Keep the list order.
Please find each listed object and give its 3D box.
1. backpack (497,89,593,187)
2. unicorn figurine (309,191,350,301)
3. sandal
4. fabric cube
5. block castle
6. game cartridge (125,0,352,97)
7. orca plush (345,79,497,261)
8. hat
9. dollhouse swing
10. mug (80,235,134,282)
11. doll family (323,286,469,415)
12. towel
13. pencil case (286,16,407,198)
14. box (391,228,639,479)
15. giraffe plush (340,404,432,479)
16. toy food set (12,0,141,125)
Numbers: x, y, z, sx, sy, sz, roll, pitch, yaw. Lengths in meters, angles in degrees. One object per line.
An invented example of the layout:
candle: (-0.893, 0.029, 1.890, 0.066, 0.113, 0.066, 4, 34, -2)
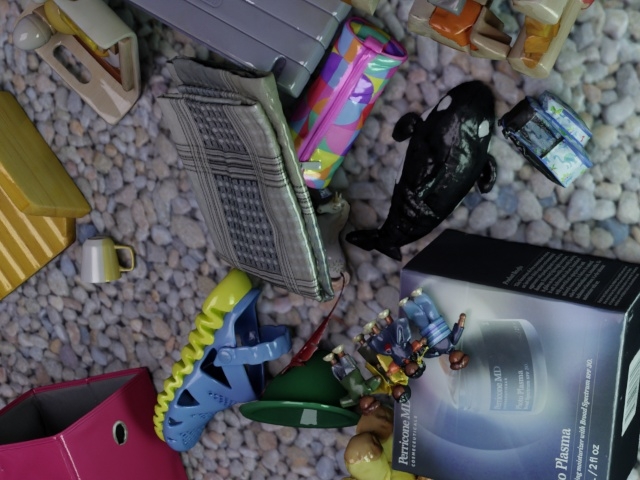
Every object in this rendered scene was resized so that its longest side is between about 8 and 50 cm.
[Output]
backpack: (0.287, -0.126, 1.680, 0.084, 0.105, 0.114, -42, 97, 11)
unicorn figurine: (0.000, 0.000, 1.901, 0.111, 0.060, 0.162, -14, 117, 16)
sandal: (-0.144, 0.199, 2.009, 0.138, 0.126, 0.317, 32, 121, 8)
fabric cube: (-0.384, 0.377, 2.113, 0.259, 0.254, 0.258, -14, 102, 29)
block castle: (0.113, -0.384, 1.541, 0.453, 0.303, 0.213, 25, 85, 11)
game cartridge: (-0.121, -0.365, 1.763, 0.355, 0.068, 0.230, 31, 85, 13)
orca plush: (0.124, -0.079, 1.778, 0.151, 0.102, 0.287, 49, 122, 2)
hat: (-0.012, 0.167, 1.972, 0.208, 0.173, 0.184, -8, 69, 35)
dollhouse swing: (-0.606, -0.029, 2.044, 0.347, 0.305, 0.315, -34, 91, 31)
mug: (-0.330, 0.026, 2.079, 0.062, 0.078, 0.064, 12, 108, 58)
doll family: (0.099, 0.145, 1.688, 0.193, 0.076, 0.111, -42, 77, 34)
towel: (-0.108, -0.086, 1.809, 0.312, 0.056, 0.324, 21, 131, 59)
pencil case: (0.020, -0.173, 1.785, 0.104, 0.104, 0.236, 35, 113, 11)
box: (0.258, 0.169, 1.760, 0.294, 0.183, 0.296, 11, 113, 24)
giraffe plush: (0.121, 0.349, 1.913, 0.170, 0.181, 0.210, 15, 123, 13)
toy food set: (-0.354, -0.287, 1.861, 0.092, 0.306, 0.220, -43, 84, -13)
